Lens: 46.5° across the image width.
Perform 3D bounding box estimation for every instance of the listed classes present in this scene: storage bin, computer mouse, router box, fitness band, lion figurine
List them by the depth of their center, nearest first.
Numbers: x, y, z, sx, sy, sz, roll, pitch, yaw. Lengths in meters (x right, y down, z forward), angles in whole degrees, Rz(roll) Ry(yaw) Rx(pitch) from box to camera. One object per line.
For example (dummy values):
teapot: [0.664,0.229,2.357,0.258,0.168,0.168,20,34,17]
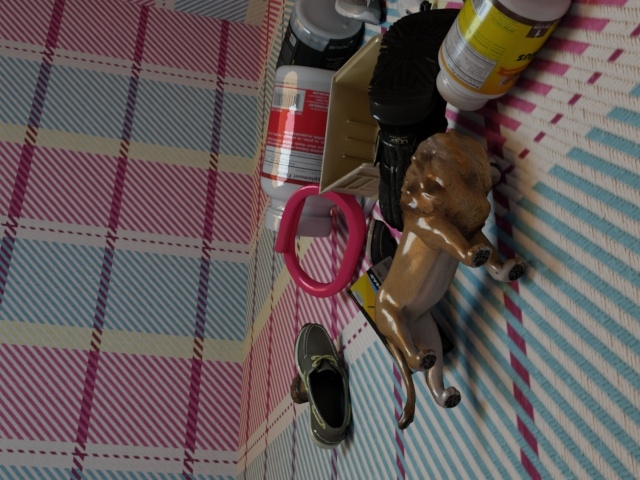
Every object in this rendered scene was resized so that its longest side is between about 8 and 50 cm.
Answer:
lion figurine: [0.150,0.048,1.061,0.392,0.142,0.240,-63,36,18]
router box: [0.127,0.127,1.217,0.179,0.046,0.133,55,156,10]
storage bin: [0.107,-0.233,1.477,0.260,0.123,0.262,156,122,-70]
computer mouse: [0.182,-0.462,1.503,0.193,0.042,0.106,-99,19,-49]
fitness band: [0.000,0.000,1.749,0.054,0.209,0.291,-33,-34,-51]

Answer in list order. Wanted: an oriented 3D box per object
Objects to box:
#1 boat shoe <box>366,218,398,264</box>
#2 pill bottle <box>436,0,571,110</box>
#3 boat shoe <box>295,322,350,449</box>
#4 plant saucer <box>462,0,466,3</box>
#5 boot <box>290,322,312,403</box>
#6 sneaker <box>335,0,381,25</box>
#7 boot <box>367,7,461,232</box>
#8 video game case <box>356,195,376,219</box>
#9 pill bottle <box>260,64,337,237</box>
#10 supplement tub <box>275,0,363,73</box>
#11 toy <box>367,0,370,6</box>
boat shoe: [0.126,0.024,1.266,0.206,0.065,0.075,60,-139,-59]
pill bottle: [0.235,-0.273,1.003,0.215,0.117,0.117,118,155,-58]
boat shoe: [0.010,0.317,1.709,0.091,0.109,0.305,114,153,-51]
plant saucer: [0.260,-0.448,1.191,0.168,0.029,0.168,-174,90,-77]
boot: [-0.013,0.312,1.935,0.106,0.082,0.219,-26,51,49]
sneaker: [0.096,-0.622,1.831,0.281,0.105,0.115,-103,29,-49]
boot: [0.167,-0.209,1.253,0.260,0.131,0.348,75,-148,-42]
video game case: [0.115,-0.164,1.687,0.190,0.022,0.173,115,158,-55]
pill bottle: [-0.028,-0.222,1.879,0.229,0.229,0.407,-136,54,-74]
supplement tub: [-0.015,-0.513,2.056,0.316,0.194,0.193,118,156,-56]
toy: [0.151,-0.660,1.720,0.137,0.056,0.237,107,169,-51]
